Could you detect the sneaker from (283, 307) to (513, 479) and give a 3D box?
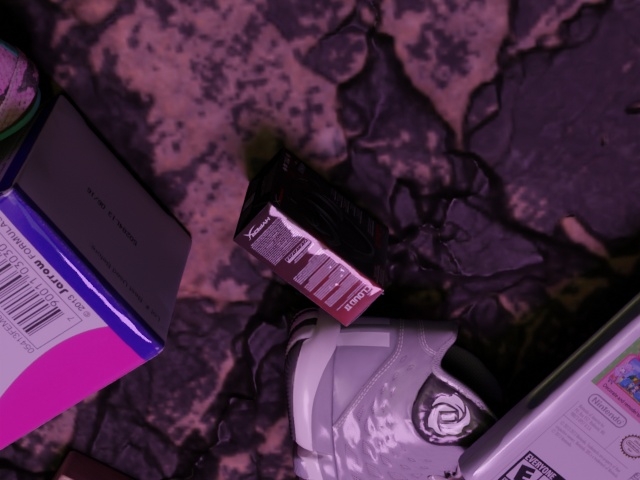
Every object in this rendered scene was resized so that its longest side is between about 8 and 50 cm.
[{"bbox_3d":[0.053,0.142,0.755,0.132,0.086,0.229,-3,119,4],"label":"sneaker"}]

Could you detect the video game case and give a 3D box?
[{"bbox_3d":[0.212,0.113,0.722,0.212,0.023,0.193,40,104,-24],"label":"video game case"}]

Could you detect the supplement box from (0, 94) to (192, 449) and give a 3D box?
[{"bbox_3d":[-0.190,0.042,0.702,0.220,0.114,0.111,-31,113,19],"label":"supplement box"}]

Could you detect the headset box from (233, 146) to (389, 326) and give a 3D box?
[{"bbox_3d":[0.000,0.000,0.689,0.083,0.062,0.032,37,117,-14],"label":"headset box"}]

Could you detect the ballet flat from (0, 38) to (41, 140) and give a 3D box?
[{"bbox_3d":[-0.241,-0.041,0.677,0.221,0.077,0.079,-33,126,17],"label":"ballet flat"}]

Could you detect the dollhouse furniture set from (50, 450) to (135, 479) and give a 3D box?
[{"bbox_3d":[-0.112,0.223,0.792,0.151,0.123,0.144,29,118,-11],"label":"dollhouse furniture set"}]
